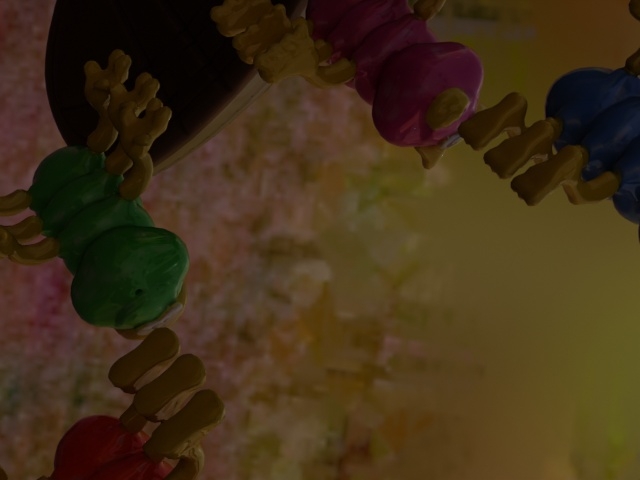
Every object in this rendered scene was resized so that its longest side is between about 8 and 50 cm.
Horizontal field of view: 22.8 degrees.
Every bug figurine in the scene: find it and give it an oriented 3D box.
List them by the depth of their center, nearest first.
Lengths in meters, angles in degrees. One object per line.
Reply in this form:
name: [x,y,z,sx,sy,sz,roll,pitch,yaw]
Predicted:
bug figurine: [0.000,0.000,0.512,0.216,0.279,0.072,55,-1,40]

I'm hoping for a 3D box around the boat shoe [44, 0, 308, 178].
boat shoe: [0.010,-0.152,0.685,0.123,0.123,0.342,1,135,-52]
